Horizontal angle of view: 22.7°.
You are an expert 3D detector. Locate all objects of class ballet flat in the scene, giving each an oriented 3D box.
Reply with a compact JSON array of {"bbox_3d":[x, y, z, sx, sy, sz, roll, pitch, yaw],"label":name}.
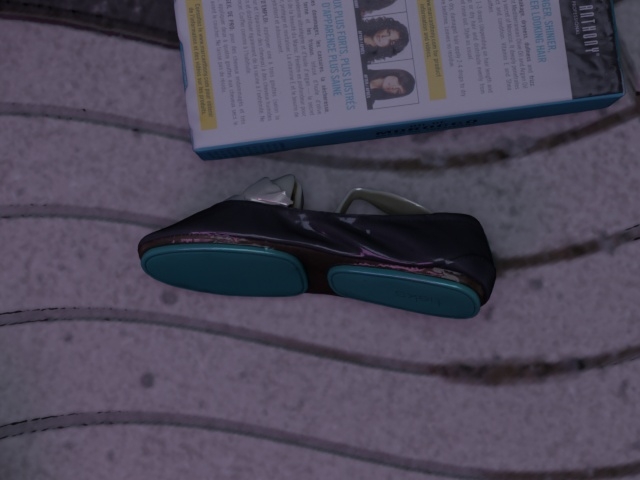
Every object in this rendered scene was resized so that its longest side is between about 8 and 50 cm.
[{"bbox_3d":[0.000,0.000,0.909,0.203,0.074,0.074,6,87,8],"label":"ballet flat"}]

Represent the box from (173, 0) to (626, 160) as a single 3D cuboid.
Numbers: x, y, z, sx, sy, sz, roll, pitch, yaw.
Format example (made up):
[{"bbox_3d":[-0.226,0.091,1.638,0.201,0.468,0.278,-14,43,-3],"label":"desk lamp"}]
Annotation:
[{"bbox_3d":[0.043,-0.112,0.912,0.244,0.060,0.100,-7,87,1],"label":"box"}]
